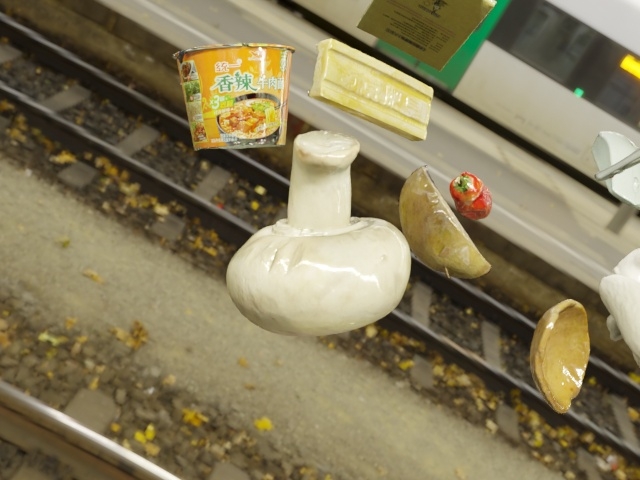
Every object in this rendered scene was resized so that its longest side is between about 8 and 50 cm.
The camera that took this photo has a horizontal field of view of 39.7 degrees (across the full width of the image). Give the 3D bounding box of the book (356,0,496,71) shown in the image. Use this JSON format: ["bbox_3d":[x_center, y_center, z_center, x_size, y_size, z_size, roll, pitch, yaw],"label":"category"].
[{"bbox_3d":[0.167,-0.367,1.440,0.168,0.192,0.013,26,60,-10],"label":"book"}]

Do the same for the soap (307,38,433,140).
[{"bbox_3d":[0.087,-0.234,1.408,0.252,0.092,0.037,15,-7,-42],"label":"soap"}]

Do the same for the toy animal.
[{"bbox_3d":[0.675,0.179,1.730,0.272,0.206,0.265,39,22,-26],"label":"toy animal"}]

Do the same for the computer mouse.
[{"bbox_3d":[0.707,-0.171,2.065,0.128,0.079,0.230,17,44,-26],"label":"computer mouse"}]

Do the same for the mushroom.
[{"bbox_3d":[0.014,0.033,1.466,0.315,0.356,0.315,16,49,-20],"label":"mushroom"}]

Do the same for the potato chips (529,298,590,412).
[{"bbox_3d":[0.412,0.198,1.561,0.062,0.195,0.208,9,-15,41],"label":"potato chips"}]

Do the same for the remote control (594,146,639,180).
[{"bbox_3d":[0.462,-0.135,1.223,0.050,0.184,0.027,-8,69,-53],"label":"remote control"}]

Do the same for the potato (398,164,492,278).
[{"bbox_3d":[0.205,-0.028,1.688,0.261,0.120,0.100,59,11,23],"label":"potato"}]

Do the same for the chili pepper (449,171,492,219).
[{"bbox_3d":[0.235,-0.070,1.385,0.050,0.059,0.191,67,10,24],"label":"chili pepper"}]

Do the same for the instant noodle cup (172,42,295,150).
[{"bbox_3d":[-0.157,-0.264,1.666,0.230,0.182,0.230,-3,6,0],"label":"instant noodle cup"}]
